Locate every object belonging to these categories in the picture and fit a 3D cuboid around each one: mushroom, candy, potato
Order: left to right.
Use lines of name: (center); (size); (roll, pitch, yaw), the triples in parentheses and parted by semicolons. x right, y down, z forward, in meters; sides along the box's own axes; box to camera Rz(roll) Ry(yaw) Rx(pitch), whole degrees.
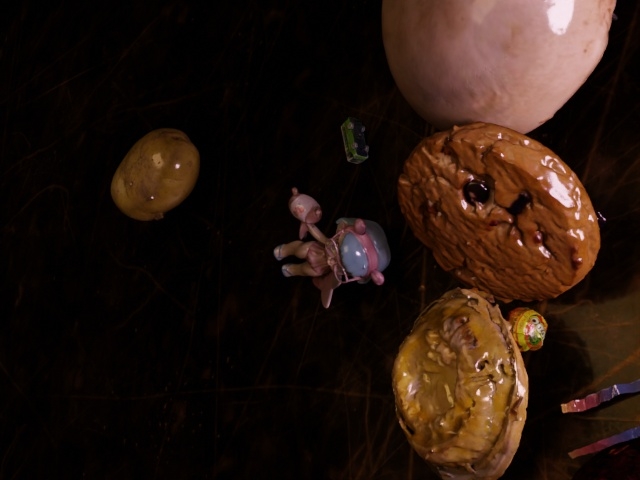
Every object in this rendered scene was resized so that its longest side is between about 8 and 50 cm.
potato: (-0.356, -0.143, 2.063); (0.228, 0.148, 0.197); (-55, 29, 21)
candy: (0.241, 0.111, 1.328); (0.201, 0.060, 0.061); (14, 89, 60)
mushroom: (0.252, -0.311, 1.267); (0.362, 0.294, 0.363); (1, 91, 59)

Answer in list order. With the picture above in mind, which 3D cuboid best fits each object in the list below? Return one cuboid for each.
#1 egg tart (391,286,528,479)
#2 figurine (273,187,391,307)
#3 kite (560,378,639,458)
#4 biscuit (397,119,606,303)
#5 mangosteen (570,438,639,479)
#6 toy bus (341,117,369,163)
egg tart: (0.177, 0.203, 1.294); (0.279, 0.095, 0.279); (-3, 87, 60)
figurine: (0.011, 0.003, 1.585); (0.260, 0.102, 0.205); (-9, 96, 53)
kite: (0.438, 0.193, 1.071); (0.360, 0.022, 0.204); (-26, 58, 39)
biscuit: (0.224, -0.027, 1.239); (0.296, 0.296, 0.075); (-8, 30, 49)
mangosteen: (0.356, 0.330, 0.993); (0.265, 0.228, 0.228); (89, 171, -60)
toy bus: (0.060, -0.175, 1.657); (0.037, 0.031, 0.083); (-42, 48, 44)
